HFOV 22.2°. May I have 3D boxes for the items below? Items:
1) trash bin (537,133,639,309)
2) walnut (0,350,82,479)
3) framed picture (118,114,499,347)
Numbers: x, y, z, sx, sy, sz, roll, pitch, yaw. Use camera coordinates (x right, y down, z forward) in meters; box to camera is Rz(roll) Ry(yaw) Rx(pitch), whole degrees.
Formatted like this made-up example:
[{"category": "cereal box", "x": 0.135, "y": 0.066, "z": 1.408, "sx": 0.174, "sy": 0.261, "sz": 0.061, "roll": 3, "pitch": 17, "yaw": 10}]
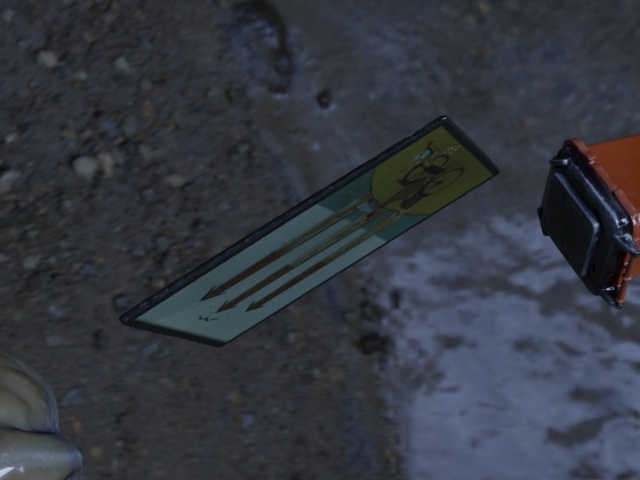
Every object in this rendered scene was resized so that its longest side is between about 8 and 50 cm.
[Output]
[{"category": "trash bin", "x": 0.412, "y": -0.041, "z": 2.010, "sx": 0.239, "sy": 0.161, "sz": 0.184, "roll": -17, "pitch": 53, "yaw": -18}, {"category": "walnut", "x": -0.270, "y": 0.190, "z": 1.085, "sx": 0.248, "sy": 0.248, "sz": 0.248, "roll": 4, "pitch": 81, "yaw": -27}, {"category": "framed picture", "x": 0.000, "y": 0.000, "z": 1.446, "sx": 0.324, "sy": 0.244, "sz": 0.013, "roll": -33, "pitch": 74, "yaw": 10}]
